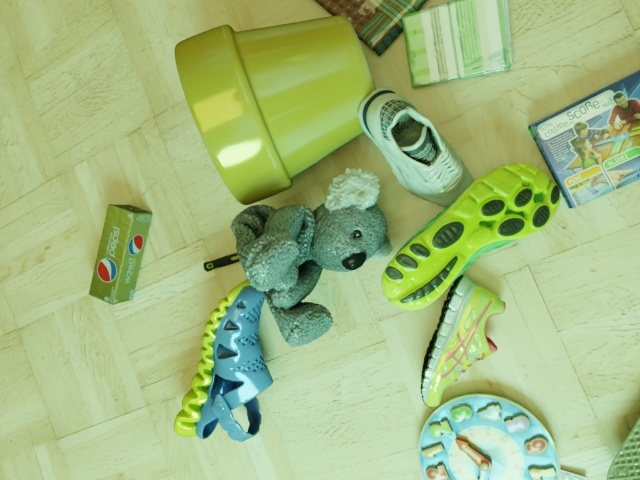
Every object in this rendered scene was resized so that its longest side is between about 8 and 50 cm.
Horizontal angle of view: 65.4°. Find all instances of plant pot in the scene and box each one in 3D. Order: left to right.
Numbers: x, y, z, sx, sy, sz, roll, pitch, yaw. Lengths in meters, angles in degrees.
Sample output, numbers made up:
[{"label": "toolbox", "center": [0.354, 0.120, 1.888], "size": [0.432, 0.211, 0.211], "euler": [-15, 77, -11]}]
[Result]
[{"label": "plant pot", "center": [-0.049, -0.208, 0.740], "size": [0.239, 0.254, 0.254], "euler": [-20, 86, 2]}]

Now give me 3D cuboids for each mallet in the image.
[{"label": "mallet", "center": [-0.123, 0.032, 0.876], "size": [0.190, 0.039, 0.062], "euler": [-25, 88, 23]}]

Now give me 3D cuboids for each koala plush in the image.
[{"label": "koala plush", "center": [0.000, 0.000, 0.738], "size": [0.221, 0.203, 0.196], "euler": [-26, 129, -3]}]

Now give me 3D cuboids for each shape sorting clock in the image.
[{"label": "shape sorting clock", "center": [0.251, 0.336, 0.757], "size": [0.206, 0.040, 0.206], "euler": [2, 95, 22]}]

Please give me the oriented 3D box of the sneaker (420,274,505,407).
[{"label": "sneaker", "center": [0.213, 0.163, 0.747], "size": [0.094, 0.081, 0.208], "euler": [20, 101, 9]}]

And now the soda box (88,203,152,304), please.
[{"label": "soda box", "center": [-0.379, 0.024, 0.944], "size": [0.061, 0.058, 0.181], "euler": [18, 98, 17]}]

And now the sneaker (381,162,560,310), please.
[{"label": "sneaker", "center": [0.207, -0.013, 0.724], "size": [0.295, 0.123, 0.109], "euler": [-34, 90, -2]}]

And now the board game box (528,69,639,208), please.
[{"label": "board game box", "center": [0.415, -0.148, 0.686], "size": [0.201, 0.035, 0.136], "euler": [-26, 85, 17]}]

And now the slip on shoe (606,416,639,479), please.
[{"label": "slip on shoe", "center": [0.509, 0.231, 0.648], "size": [0.101, 0.123, 0.331], "euler": [29, 96, -22]}]

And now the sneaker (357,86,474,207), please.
[{"label": "sneaker", "center": [0.148, -0.111, 0.693], "size": [0.235, 0.095, 0.090], "euler": [35, 97, -30]}]

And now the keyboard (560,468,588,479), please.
[{"label": "keyboard", "center": [0.343, 0.467, 0.753], "size": [0.072, 0.014, 0.256], "euler": [9, 95, 18]}]

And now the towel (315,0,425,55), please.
[{"label": "towel", "center": [0.118, -0.516, 0.764], "size": [0.271, 0.040, 0.370], "euler": [44, 105, 12]}]

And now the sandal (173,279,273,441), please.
[{"label": "sandal", "center": [-0.138, 0.214, 0.850], "size": [0.138, 0.126, 0.317], "euler": [22, 108, 12]}]

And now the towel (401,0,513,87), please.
[{"label": "towel", "center": [0.204, -0.300, 0.747], "size": [0.152, 0.023, 0.113], "euler": [-6, 102, 21]}]
